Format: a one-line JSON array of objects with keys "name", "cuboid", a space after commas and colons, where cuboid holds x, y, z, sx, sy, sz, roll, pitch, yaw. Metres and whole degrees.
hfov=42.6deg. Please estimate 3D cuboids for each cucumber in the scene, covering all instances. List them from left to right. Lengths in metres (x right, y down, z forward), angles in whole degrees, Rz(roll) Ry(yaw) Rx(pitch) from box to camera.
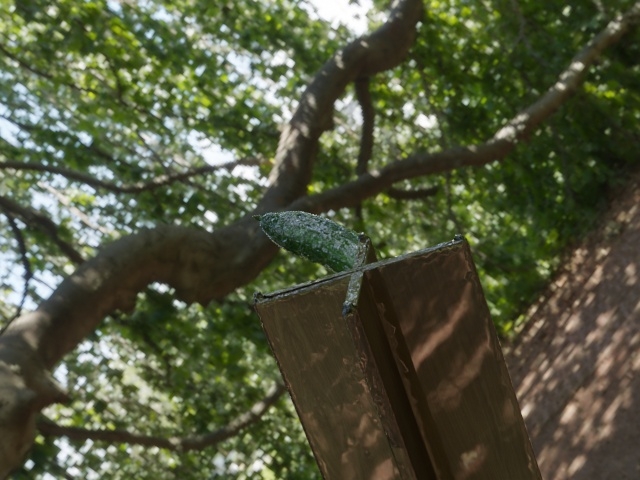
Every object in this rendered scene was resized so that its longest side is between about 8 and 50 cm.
[{"name": "cucumber", "cuboid": [0.000, 0.000, 0.624, 0.155, 0.037, 0.037, 25, 74, 48]}]

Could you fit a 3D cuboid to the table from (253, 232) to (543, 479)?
[{"name": "table", "cuboid": [0.058, 0.117, 0.513, 0.167, 0.226, 0.167, -19, 14, 5]}]
